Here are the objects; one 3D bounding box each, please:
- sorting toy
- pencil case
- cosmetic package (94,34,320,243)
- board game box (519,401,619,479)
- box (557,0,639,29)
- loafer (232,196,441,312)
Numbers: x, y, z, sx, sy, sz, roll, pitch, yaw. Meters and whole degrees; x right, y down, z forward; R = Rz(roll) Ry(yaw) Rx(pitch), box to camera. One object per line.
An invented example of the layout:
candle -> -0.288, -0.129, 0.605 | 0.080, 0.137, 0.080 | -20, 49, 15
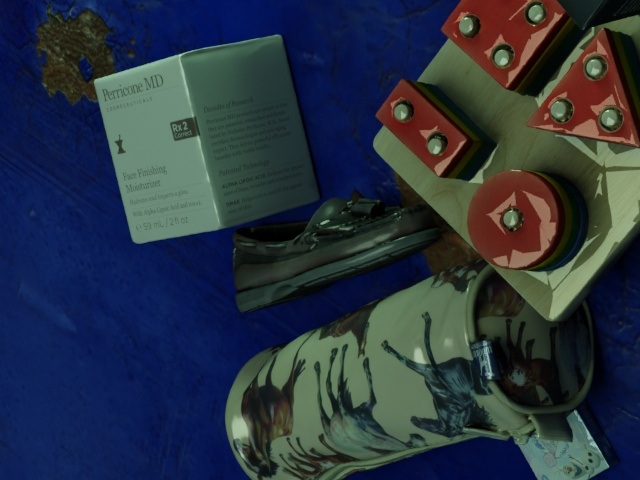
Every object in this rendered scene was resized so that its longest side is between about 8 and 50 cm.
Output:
sorting toy -> 0.188, -0.104, 1.663 | 0.255, 0.089, 0.257 | 46, 111, 25
pencil case -> 0.078, 0.147, 1.861 | 0.410, 0.160, 0.183 | -25, 53, 46
cosmetic package -> -0.119, -0.107, 1.988 | 0.151, 0.151, 0.183 | -10, 96, 46
board game box -> 0.234, 0.195, 1.827 | 0.090, 0.020, 0.090 | -39, 75, 44
box -> 0.250, -0.273, 1.515 | 0.153, 0.207, 0.108 | 54, 134, 18
loafer -> 0.000, 0.000, 1.942 | 0.302, 0.109, 0.095 | -23, 83, 50
